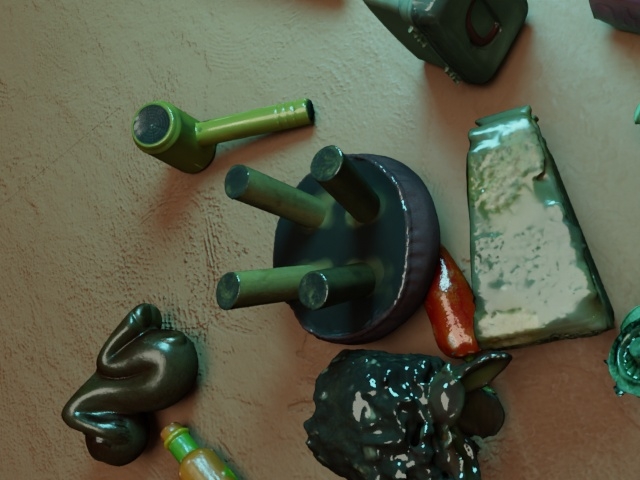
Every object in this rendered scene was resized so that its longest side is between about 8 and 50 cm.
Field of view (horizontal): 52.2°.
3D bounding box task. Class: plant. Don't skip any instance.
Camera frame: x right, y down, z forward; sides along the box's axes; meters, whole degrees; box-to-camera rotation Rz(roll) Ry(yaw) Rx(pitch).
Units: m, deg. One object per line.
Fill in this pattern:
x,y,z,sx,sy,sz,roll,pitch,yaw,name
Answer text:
0.112,0.222,0.790,0.234,0.178,0.204,4,81,29,plant

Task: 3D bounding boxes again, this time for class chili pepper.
0.164,0.076,0.856,0.071,0.063,0.272,-26,67,9,chili pepper

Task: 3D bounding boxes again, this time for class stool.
0.000,0.000,0.861,0.272,0.179,0.271,-11,74,41,stool

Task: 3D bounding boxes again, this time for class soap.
0.391,-0.284,0.771,0.149,0.100,0.056,26,94,28,soap

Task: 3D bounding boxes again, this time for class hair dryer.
-0.149,-0.183,1.035,0.279,0.135,0.090,-9,78,16,hair dryer

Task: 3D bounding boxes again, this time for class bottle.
-0.179,0.349,0.983,0.187,0.069,0.069,40,101,29,bottle

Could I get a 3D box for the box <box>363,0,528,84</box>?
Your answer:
0.163,-0.304,0.838,0.129,0.210,0.147,31,95,36,box

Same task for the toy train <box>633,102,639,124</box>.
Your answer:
0.485,-0.129,0.702,0.253,0.105,0.157,30,82,27,toy train

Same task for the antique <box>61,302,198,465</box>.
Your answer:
-0.294,0.244,1.039,0.143,0.121,0.256,35,91,19,antique

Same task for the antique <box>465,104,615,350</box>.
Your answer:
0.247,-0.017,0.789,0.150,0.125,0.284,-13,76,24,antique

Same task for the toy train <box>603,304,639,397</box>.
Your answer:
0.426,0.119,0.608,0.238,0.167,0.299,-54,27,11,toy train
